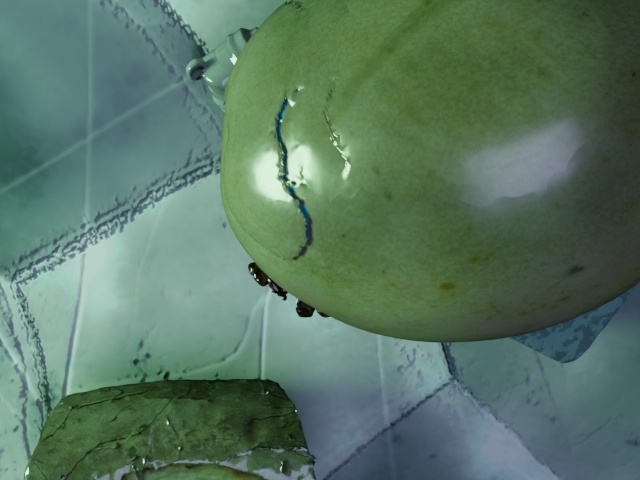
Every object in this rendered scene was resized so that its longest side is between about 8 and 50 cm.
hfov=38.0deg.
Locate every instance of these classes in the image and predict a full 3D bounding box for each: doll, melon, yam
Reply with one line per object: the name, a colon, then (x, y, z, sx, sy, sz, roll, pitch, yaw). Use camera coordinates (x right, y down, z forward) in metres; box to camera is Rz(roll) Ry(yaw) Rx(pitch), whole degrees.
doll: (-0.024, -0.133, 0.766, 0.180, 0.079, 0.094, 2, 134, -21)
melon: (0.085, -0.064, 0.618, 0.330, 0.268, 0.269, -11, 112, 18)
yam: (-0.127, 0.198, 0.829, 0.254, 0.154, 0.154, -1, 110, -1)

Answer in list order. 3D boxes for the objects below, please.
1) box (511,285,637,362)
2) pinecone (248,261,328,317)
box: (0.197, -0.014, 0.799, 0.162, 0.130, 0.227, 27, 105, -30)
pinecone: (-0.001, 0.000, 0.789, 0.140, 0.140, 0.120, 43, 134, -18)
